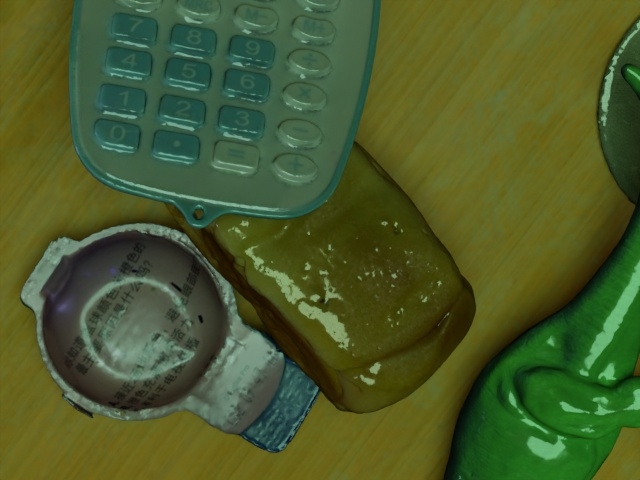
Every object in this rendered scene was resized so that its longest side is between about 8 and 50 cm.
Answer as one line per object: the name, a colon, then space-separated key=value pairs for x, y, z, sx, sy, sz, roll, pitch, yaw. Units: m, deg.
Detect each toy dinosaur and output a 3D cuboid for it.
toy dinosaur: x=0.162 y=0.110 z=1.762 sx=0.374 sy=0.144 sz=0.500 roll=-10 pitch=98 yaw=7

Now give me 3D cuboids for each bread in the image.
bread: x=0.000 y=0.000 z=1.687 sx=0.167 sy=0.132 sz=0.294 roll=-41 pitch=100 yaw=-14

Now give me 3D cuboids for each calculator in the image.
calculator: x=-0.079 y=-0.187 z=1.617 sx=0.256 sy=0.054 sz=0.386 roll=10 pitch=66 yaw=-9

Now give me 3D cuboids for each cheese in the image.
cheese: x=-0.133 y=0.093 z=1.728 sx=0.286 sy=0.074 sz=0.189 roll=29 pitch=96 yaw=-14

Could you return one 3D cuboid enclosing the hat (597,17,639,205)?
hat: x=0.388 y=-0.109 z=1.725 sx=0.257 sy=0.130 sz=0.257 roll=-1 pitch=100 yaw=-6
